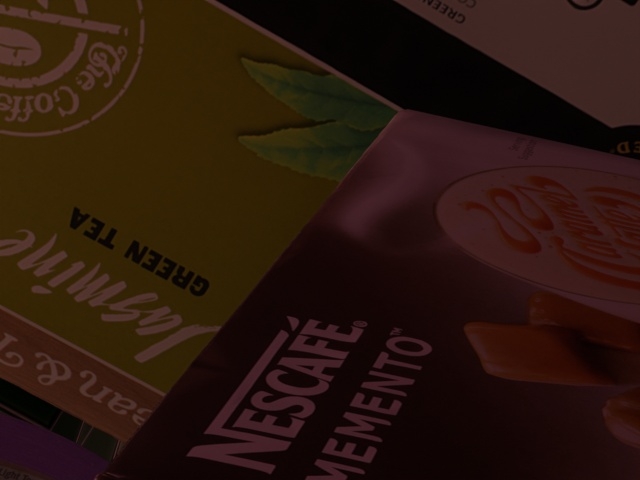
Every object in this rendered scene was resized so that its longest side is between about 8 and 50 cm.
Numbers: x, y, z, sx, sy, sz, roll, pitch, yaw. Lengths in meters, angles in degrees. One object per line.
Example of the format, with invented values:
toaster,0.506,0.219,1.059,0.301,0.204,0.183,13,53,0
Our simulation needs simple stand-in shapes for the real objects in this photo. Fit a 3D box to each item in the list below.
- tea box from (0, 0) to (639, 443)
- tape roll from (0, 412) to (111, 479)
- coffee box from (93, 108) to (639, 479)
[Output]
tea box,0.000,-0.084,0.774,0.323,0.329,0.220,-56,11,32
tape roll,-0.154,0.199,0.892,0.090,0.275,0.275,-57,10,20
coffee box,0.050,0.059,0.436,0.246,0.141,0.098,-50,-29,-65
